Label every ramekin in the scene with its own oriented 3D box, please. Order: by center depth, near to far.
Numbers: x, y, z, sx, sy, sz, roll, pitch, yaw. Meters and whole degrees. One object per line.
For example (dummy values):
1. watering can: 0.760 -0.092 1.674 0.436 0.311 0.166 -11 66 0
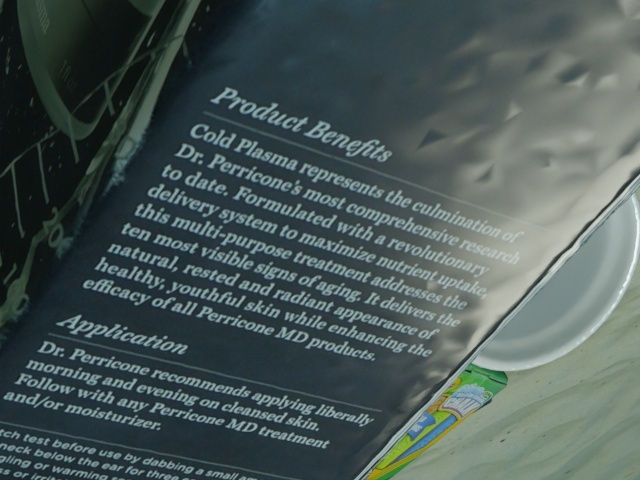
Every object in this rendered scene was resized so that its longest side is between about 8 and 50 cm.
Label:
1. ramekin: 0.220 -0.002 1.747 0.277 0.135 0.277 -12 120 -21

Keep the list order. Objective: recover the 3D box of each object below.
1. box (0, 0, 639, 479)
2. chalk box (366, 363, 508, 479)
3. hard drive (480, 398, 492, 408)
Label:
1. box: -0.050 -0.149 0.957 0.297 0.480 0.472 18 126 -33
2. chalk box: 0.102 0.147 1.910 0.289 0.180 0.179 -42 149 16
3. hard drive: 0.154 0.214 2.186 0.172 0.054 0.254 -31 151 0
